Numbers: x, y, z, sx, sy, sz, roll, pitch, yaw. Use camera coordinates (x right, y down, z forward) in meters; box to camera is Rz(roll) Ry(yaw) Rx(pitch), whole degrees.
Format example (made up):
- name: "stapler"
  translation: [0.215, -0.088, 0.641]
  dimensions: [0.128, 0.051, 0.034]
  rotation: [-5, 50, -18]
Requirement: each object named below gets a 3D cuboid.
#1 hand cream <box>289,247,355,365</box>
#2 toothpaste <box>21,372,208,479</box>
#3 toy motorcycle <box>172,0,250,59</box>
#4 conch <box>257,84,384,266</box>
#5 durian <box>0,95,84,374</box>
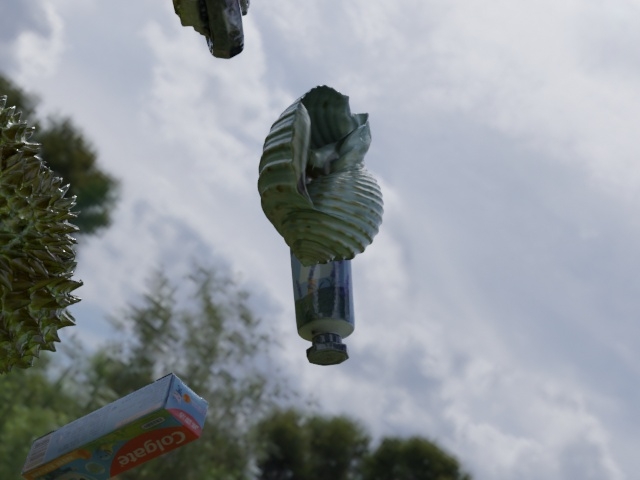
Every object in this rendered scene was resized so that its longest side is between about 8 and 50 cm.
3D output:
- name: "hand cream"
  translation: [0.000, 0.000, 1.332]
  dimensions: [0.088, 0.256, 0.055]
  rotation: [-26, -37, 36]
- name: "toothpaste"
  translation: [-0.185, 0.191, 1.265]
  dimensions: [0.193, 0.044, 0.070]
  rotation: [-27, -57, 31]
- name: "toy motorcycle"
  translation: [-0.096, -0.291, 0.972]
  dimensions: [0.340, 0.108, 0.223]
  rotation: [89, -13, -58]
- name: "conch"
  translation: [-0.007, -0.053, 1.197]
  dimensions: [0.102, 0.153, 0.135]
  rotation: [-22, -34, 23]
- name: "durian"
  translation: [-0.343, 0.000, 1.183]
  dimensions: [0.291, 0.225, 0.291]
  rotation: [21, -52, 29]
